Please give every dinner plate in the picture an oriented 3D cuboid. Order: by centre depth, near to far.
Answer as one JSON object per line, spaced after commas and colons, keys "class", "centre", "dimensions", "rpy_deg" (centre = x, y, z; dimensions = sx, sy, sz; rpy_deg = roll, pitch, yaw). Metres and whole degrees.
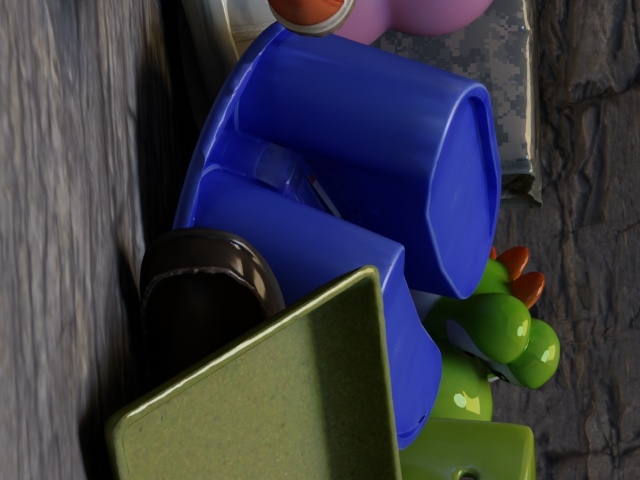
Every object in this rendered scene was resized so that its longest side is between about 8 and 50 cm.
{"class": "dinner plate", "centre": [-0.089, -0.149, 1.090], "dimensions": [0.141, 0.017, 0.141], "rpy_deg": [-7, 90, -86]}

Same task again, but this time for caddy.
{"class": "caddy", "centre": [0.000, 0.000, 0.967], "dimensions": [0.341, 0.179, 0.241], "rpy_deg": [65, 46, -66]}

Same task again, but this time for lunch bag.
{"class": "lunch bag", "centre": [0.065, -0.145, 1.378], "dimensions": [0.169, 0.287, 0.235], "rpy_deg": [44, 44, -74]}

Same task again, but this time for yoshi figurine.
{"class": "yoshi figurine", "centre": [0.055, 0.091, 1.218], "dimensions": [0.362, 0.203, 0.203], "rpy_deg": [-165, -105, -66]}

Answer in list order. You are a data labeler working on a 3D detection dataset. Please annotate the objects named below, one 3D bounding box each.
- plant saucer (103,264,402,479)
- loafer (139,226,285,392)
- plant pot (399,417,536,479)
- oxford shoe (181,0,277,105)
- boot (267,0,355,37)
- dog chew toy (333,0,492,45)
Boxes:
{"class": "plant saucer", "centre": [-0.037, 0.126, 0.744], "dimensions": [0.188, 0.045, 0.188], "rpy_deg": [-30, 124, -40]}
{"class": "loafer", "centre": [-0.055, 0.095, 0.796], "dimensions": [0.078, 0.080, 0.220], "rpy_deg": [-89, 173, -59]}
{"class": "plant pot", "centre": [0.046, 0.281, 1.059], "dimensions": [0.207, 0.227, 0.228], "rpy_deg": [-81, 167, -47]}
{"class": "oxford shoe", "centre": [-0.039, -0.233, 0.995], "dimensions": [0.169, 0.130, 0.449], "rpy_deg": [-91, 171, -58]}
{"class": "boot", "centre": [0.002, -0.182, 0.685], "dimensions": [0.084, 0.059, 0.158], "rpy_deg": [17, 80, -79]}
{"class": "dog chew toy", "centre": [0.068, -0.260, 1.210], "dimensions": [0.206, 0.331, 0.207], "rpy_deg": [-6, 90, -85]}
